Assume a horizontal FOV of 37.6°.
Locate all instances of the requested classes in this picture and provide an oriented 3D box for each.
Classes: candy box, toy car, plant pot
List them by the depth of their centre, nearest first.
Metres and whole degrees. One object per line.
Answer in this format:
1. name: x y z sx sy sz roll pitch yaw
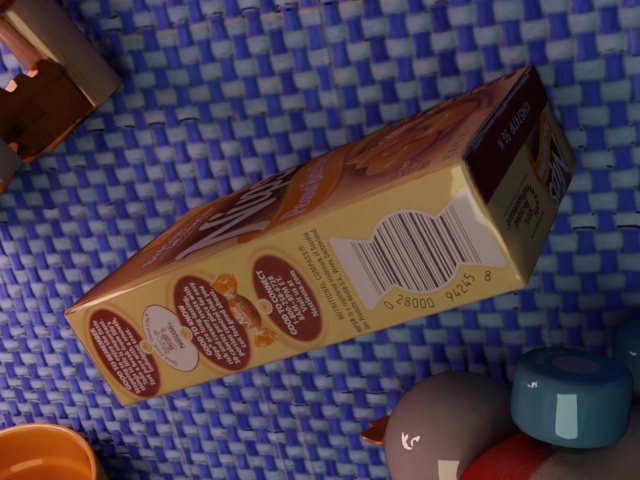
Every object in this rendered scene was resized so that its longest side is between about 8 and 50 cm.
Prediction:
1. candy box: 0.000 0.000 0.642 0.316 0.183 0.087 -20 105 31
2. toy car: 0.141 0.156 0.692 0.238 0.210 0.219 19 112 49
3. plant pot: -0.286 0.323 0.948 0.205 0.205 0.188 1 131 24

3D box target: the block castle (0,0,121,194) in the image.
1. block castle: -0.373 -0.040 0.638 0.303 0.453 0.213 -33 106 35
